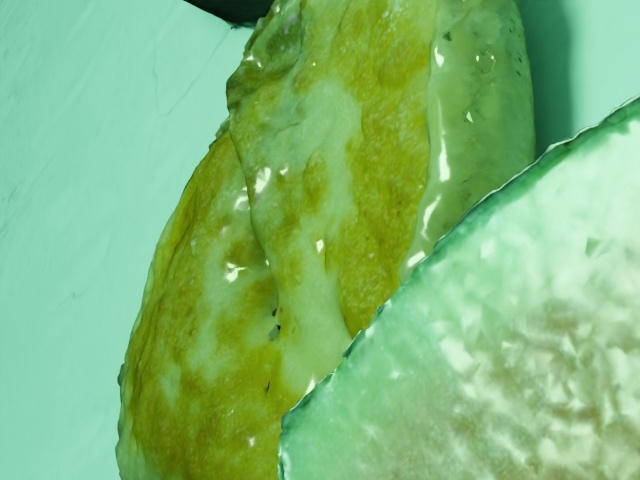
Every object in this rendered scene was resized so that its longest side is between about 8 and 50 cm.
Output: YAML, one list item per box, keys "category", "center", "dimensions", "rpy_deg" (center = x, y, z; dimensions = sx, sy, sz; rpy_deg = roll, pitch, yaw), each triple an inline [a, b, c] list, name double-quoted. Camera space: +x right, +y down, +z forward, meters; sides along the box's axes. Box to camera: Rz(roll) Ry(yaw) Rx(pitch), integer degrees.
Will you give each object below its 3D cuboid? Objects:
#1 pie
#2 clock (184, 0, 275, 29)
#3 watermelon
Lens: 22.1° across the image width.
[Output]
- category: "pie"
  center: [-0.001, 0.000, 0.786]
  dimensions: [0.339, 0.077, 0.339]
  rpy_deg: [-41, 38, 43]
- category: "clock"
  center: [-0.022, -0.325, 1.028]
  dimensions: [0.386, 0.076, 0.386]
  rpy_deg: [-42, 39, 47]
- category: "watermelon"
  center: [0.106, 0.111, 0.461]
  dimensions: [0.193, 0.139, 0.257]
  rpy_deg: [-45, 46, 37]
